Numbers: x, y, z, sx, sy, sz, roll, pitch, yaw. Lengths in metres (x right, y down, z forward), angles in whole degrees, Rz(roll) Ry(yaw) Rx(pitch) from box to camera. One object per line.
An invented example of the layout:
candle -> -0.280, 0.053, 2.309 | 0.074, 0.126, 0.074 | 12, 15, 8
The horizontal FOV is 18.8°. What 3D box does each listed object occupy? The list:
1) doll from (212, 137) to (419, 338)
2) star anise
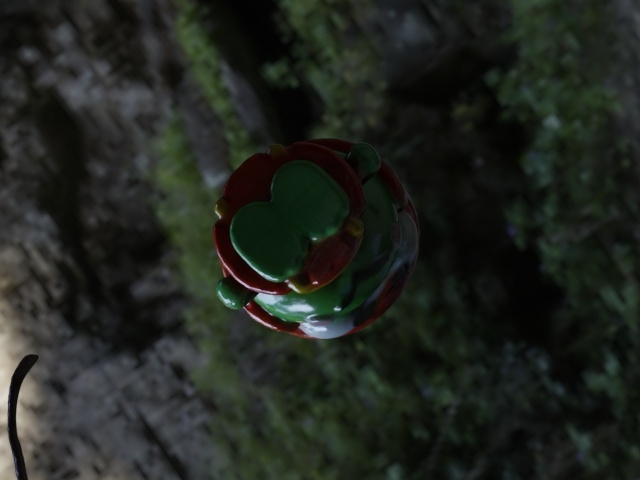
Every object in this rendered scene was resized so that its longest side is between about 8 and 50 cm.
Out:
doll -> 0.001, 0.000, 1.745 | 0.160, 0.182, 0.363 | 39, -179, 20
star anise -> -0.257, 0.244, 1.919 | 0.227, 0.148, 0.218 | 62, -162, -12
